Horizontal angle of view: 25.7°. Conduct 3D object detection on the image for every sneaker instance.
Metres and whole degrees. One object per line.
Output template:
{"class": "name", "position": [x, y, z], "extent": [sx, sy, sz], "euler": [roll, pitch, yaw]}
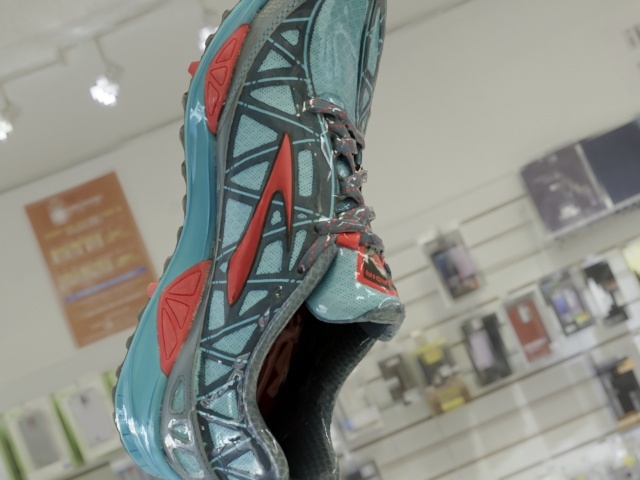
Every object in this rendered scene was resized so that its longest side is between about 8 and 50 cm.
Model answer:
{"class": "sneaker", "position": [0.000, 0.000, 0.643], "extent": [0.125, 0.262, 0.104], "euler": [19, 7, 41]}
